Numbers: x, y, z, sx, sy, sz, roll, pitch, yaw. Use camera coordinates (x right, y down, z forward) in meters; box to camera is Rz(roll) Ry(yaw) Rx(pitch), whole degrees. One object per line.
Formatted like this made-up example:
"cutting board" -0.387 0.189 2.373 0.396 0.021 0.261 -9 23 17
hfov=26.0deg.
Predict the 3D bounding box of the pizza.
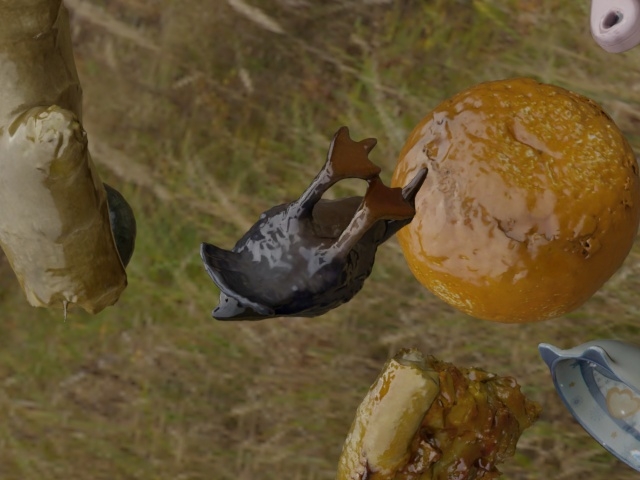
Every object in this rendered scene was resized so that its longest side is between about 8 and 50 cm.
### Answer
"pizza" 0.115 0.201 1.269 0.086 0.226 0.335 49 155 38

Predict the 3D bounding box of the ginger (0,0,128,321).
"ginger" -0.216 -0.144 1.025 0.375 0.166 0.236 51 124 11

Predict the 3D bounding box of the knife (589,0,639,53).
"knife" 0.364 -0.372 1.714 0.081 0.043 0.336 -23 50 34

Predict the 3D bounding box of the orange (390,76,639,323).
"orange" 0.256 -0.046 1.863 0.293 0.341 0.340 105 159 -56

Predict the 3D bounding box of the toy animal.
"toy animal" 0.000 0.000 1.327 0.122 0.298 0.185 48 142 7

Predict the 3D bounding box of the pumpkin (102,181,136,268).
"pumpkin" -0.343 -0.010 1.961 0.125 0.167 0.167 -176 98 -69

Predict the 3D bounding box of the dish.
"dish" 0.376 0.178 1.584 0.086 0.236 0.228 -44 9 -18
